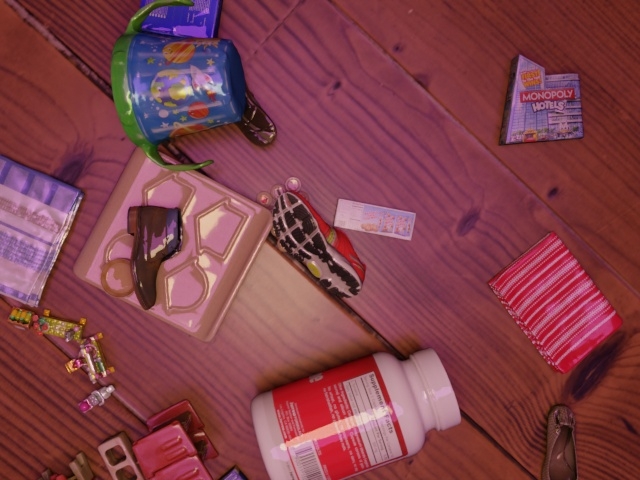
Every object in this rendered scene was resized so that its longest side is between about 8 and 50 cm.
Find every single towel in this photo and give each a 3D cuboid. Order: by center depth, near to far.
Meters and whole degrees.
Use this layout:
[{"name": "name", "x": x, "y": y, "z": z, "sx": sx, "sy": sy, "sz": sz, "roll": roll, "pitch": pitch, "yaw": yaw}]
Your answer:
[{"name": "towel", "x": -0.662, "y": -0.019, "z": 1.556, "sx": 0.209, "sy": 0.034, "sz": 0.285, "roll": 23, "pitch": 90, "yaw": -4}, {"name": "towel", "x": 0.541, "y": 0.145, "z": 1.626, "sx": 0.199, "sy": 0.031, "sz": 0.275, "roll": -39, "pitch": 93, "yaw": -2}]

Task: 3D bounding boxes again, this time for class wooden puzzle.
[{"name": "wooden puzzle", "x": -0.317, "y": 0.006, "z": 1.558, "sx": 0.347, "sy": 0.080, "sz": 0.322, "roll": 28, "pitch": 90, "yaw": 1}]

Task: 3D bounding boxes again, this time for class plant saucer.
[{"name": "plant saucer", "x": -0.425, "y": 0.080, "z": 1.511, "sx": 0.083, "sy": 0.015, "sz": 0.084, "roll": 0, "pitch": 91, "yaw": 1}]

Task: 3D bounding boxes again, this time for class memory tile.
[{"name": "memory tile", "x": -0.069, "y": -0.059, "z": 1.596, "sx": 0.113, "sy": 0.012, "sz": 0.148, "roll": -26, "pitch": 93, "yaw": -2}]

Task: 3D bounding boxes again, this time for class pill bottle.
[{"name": "pill bottle", "x": 0.076, "y": 0.374, "z": 1.511, "sx": 0.407, "sy": 0.229, "sz": 0.229, "roll": -19, "pitch": 93, "yaw": -3}]

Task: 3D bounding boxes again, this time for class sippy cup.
[{"name": "sippy cup", "x": -0.275, "y": -0.315, "z": 1.449, "sx": 0.224, "sy": 0.240, "sz": 0.306, "roll": -5, "pitch": 134, "yaw": 7}]

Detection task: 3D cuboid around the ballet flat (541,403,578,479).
[{"name": "ballet flat", "x": 0.554, "y": 0.501, "z": 1.624, "sx": 0.084, "sy": 0.058, "sz": 0.250, "roll": 1, "pitch": 92, "yaw": -2}]

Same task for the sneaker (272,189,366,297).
[{"name": "sneaker", "x": 0.000, "y": 0.000, "z": 1.550, "sx": 0.107, "sy": 0.118, "sz": 0.279, "roll": -26, "pitch": 110, "yaw": 33}]

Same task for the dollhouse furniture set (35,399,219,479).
[{"name": "dollhouse furniture set", "x": -0.415, "y": 0.502, "z": 1.503, "sx": 0.374, "sy": 0.201, "sz": 0.152, "roll": -27, "pitch": 93, "yaw": -2}]

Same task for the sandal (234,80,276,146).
[{"name": "sandal", "x": -0.168, "y": -0.300, "z": 1.557, "sx": 0.090, "sy": 0.060, "sz": 0.219, "roll": -40, "pitch": 89, "yaw": 15}]

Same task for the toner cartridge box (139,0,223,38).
[{"name": "toner cartridge box", "x": -0.283, "y": -0.605, "z": 1.535, "sx": 0.165, "sy": 0.075, "sz": 0.348, "roll": 10, "pitch": 91, "yaw": -2}]

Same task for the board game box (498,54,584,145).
[{"name": "board game box", "x": 0.493, "y": -0.318, "z": 1.593, "sx": 0.194, "sy": 0.060, "sz": 0.194, "roll": -6, "pitch": 93, "yaw": -3}]

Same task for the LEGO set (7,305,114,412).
[{"name": "LEGO set", "x": -0.548, "y": 0.233, "z": 1.530, "sx": 0.132, "sy": 0.107, "sz": 0.287, "roll": -40, "pitch": 95, "yaw": -2}]

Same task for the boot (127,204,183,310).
[{"name": "boot", "x": -0.336, "y": 0.031, "z": 1.477, "sx": 0.106, "sy": 0.082, "sz": 0.219, "roll": -7, "pitch": 88, "yaw": 3}]

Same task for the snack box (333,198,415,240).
[{"name": "snack box", "x": 0.122, "y": -0.047, "z": 1.601, "sx": 0.178, "sy": 0.022, "sz": 0.064, "roll": 11, "pitch": 91, "yaw": -3}]

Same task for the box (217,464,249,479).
[{"name": "box", "x": -0.170, "y": 0.636, "z": 1.602, "sx": 0.136, "sy": 0.036, "sz": 0.225, "roll": -40, "pitch": 92, "yaw": -1}]
